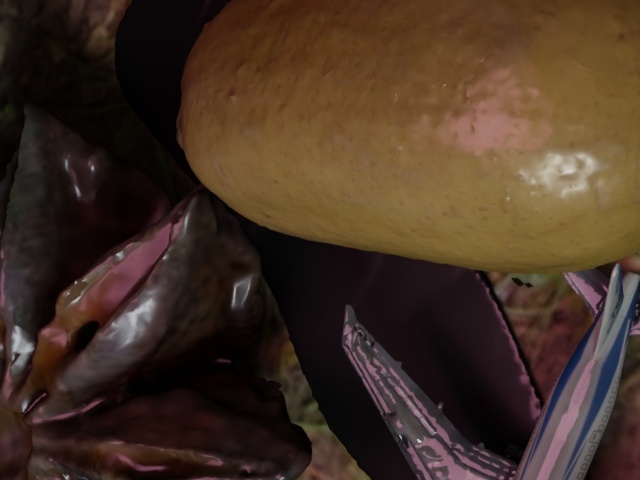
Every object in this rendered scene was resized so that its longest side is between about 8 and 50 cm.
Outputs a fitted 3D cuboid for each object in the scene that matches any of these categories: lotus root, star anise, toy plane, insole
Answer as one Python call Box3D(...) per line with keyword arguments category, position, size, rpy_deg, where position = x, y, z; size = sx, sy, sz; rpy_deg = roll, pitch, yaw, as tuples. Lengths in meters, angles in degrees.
Box3D(category="lotus root", position=(0.052, -0.061, 0.572), size=(0.303, 0.131, 0.146), rpy_deg=(5, 63, 39))
Box3D(category="star anise", position=(-0.115, 0.090, 0.734), size=(0.331, 0.117, 0.332), rpy_deg=(12, 109, 40))
Box3D(category="toy plane", position=(0.093, 0.110, 0.605), size=(0.226, 0.058, 0.226), rpy_deg=(24, 106, 21))
Box3D(category="insole", position=(0.000, 0.000, 0.704), size=(0.119, 0.009, 0.348), rpy_deg=(-50, 66, 28))
